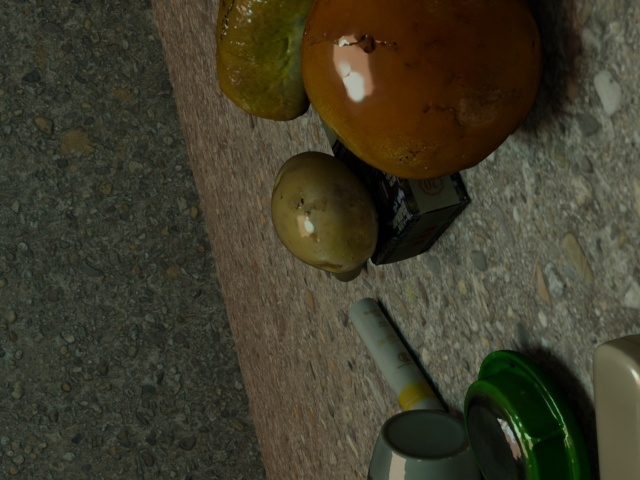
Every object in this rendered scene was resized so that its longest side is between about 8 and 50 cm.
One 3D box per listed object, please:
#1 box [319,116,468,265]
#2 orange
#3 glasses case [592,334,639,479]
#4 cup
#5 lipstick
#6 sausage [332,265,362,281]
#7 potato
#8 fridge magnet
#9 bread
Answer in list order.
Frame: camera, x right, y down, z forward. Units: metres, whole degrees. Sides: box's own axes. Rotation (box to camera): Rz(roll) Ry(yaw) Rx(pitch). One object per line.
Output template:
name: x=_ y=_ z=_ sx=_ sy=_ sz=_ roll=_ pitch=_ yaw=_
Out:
box: x=0.083 y=-0.143 z=1.156 sx=0.198 sy=0.084 sz=0.310 roll=119 pitch=134 yaw=-67
orange: x=0.097 y=-0.178 z=0.833 sx=0.240 sy=0.239 sz=0.240 roll=165 pitch=90 yaw=-74
glasses case: x=0.299 y=0.185 z=0.785 sx=0.083 sy=0.050 sz=0.197 roll=-147 pitch=44 yaw=-63
cup: x=0.150 y=0.394 z=1.188 sx=0.258 sy=0.186 sz=0.234 roll=-83 pitch=-8 yaw=-67
lipstick: x=0.121 y=0.198 z=1.374 sx=0.264 sy=0.059 sz=0.059 roll=-122 pitch=23 yaw=-44
sausage: x=0.002 y=-0.001 z=1.584 sx=0.301 sy=0.065 sz=0.066 roll=-136 pitch=35 yaw=-60
potato: x=-0.001 y=-0.042 z=1.154 sx=0.150 sy=0.146 sz=0.234 roll=-69 pitch=24 yaw=9
fridge magnet: x=0.234 y=0.228 z=0.968 sx=0.208 sy=0.088 sz=0.208 roll=165 pitch=90 yaw=-74
bread: x=-0.067 y=-0.375 z=1.177 sx=0.337 sy=0.147 sz=0.328 roll=113 pitch=160 yaw=-60
